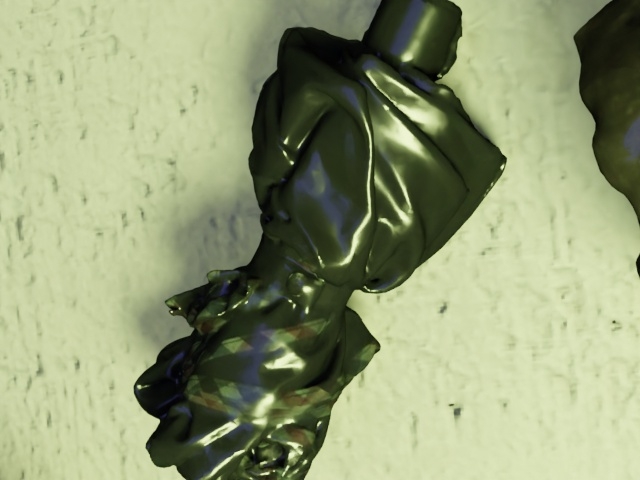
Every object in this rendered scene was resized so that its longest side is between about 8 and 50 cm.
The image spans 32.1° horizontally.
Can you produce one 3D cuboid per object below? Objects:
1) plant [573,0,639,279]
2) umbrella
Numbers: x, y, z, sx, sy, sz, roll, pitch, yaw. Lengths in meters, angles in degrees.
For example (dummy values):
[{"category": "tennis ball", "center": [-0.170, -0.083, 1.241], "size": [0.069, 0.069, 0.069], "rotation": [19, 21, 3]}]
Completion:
[{"category": "plant", "center": [0.249, -0.051, 0.414], "size": [0.276, 0.199, 0.188], "rotation": [-21, 92, 26]}, {"category": "umbrella", "center": [0.000, 0.001, 0.565], "size": [0.122, 0.110, 0.272], "rotation": [29, 100, 18]}]
